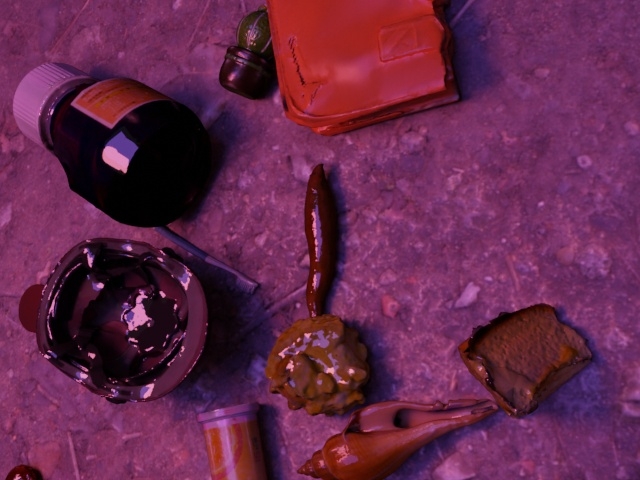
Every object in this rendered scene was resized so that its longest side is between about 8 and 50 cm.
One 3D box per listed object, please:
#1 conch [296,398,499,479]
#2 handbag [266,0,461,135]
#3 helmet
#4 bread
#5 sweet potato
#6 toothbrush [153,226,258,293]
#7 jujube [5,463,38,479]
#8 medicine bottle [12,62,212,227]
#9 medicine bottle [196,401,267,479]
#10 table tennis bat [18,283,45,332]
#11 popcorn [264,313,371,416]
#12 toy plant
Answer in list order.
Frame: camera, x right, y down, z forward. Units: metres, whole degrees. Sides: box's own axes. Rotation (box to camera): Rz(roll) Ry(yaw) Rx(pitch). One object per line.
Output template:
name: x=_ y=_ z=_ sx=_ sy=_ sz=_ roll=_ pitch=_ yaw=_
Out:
conch: x=0.115 y=0.308 z=1.283 sx=0.331 sy=0.093 sz=0.109 roll=-20 pitch=53 yaw=6
handbag: x=0.064 y=-0.395 z=1.387 sx=0.304 sy=0.116 sz=0.409 roll=-13 pitch=78 yaw=24
helmet: x=-0.313 y=0.145 z=1.443 sx=0.339 sy=0.197 sz=0.270 roll=15 pitch=81 yaw=18
bread: x=0.283 y=0.170 z=1.175 sx=0.169 sy=0.160 sz=0.140 roll=-43 pitch=67 yaw=14
sweet potato: x=0.000 y=0.000 z=1.395 sx=0.057 sy=0.057 sz=0.264 roll=-4 pitch=82 yaw=25
toothbrush: x=-0.223 y=0.026 z=1.516 sx=0.276 sy=0.019 sz=0.025 roll=29 pitch=103 yaw=26
jujube: x=-0.585 y=0.496 z=1.589 sx=0.077 sy=0.077 sz=0.129 roll=6 pitch=79 yaw=26
medicine bottle: x=-0.398 y=-0.199 z=1.511 sx=0.395 sy=0.242 sz=0.242 roll=33 pitch=97 yaw=31
medicine bottle: x=-0.114 y=0.485 z=1.350 sx=0.108 sy=0.108 sz=0.425 roll=-17 pitch=76 yaw=22
table tennis bat: x=-0.548 y=0.137 z=1.655 sx=0.155 sy=0.019 sz=0.098 roll=2 pitch=83 yaw=28
popcorn: x=0.004 y=0.204 z=1.326 sx=0.174 sy=0.142 sz=0.173 roll=-8 pitch=56 yaw=12
toy plant: x=-0.118 y=-0.339 z=1.478 sx=0.093 sy=0.093 sz=0.162 roll=22 pitch=91 yaw=26
